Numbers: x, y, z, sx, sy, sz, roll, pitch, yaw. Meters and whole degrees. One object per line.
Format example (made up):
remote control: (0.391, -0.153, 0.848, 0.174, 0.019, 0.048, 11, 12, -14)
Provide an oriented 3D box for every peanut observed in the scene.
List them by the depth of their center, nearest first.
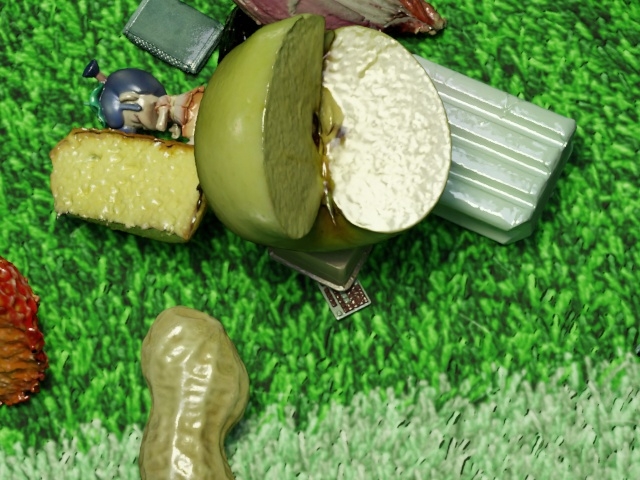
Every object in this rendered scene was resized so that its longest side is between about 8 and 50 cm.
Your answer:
peanut: (-0.155, 0.227, 1.538, 0.136, 0.120, 0.298, -3, 73, 9)

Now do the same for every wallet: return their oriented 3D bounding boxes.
wallet: (-0.207, -0.294, 1.771, 0.129, 0.026, 0.088, 31, 80, 13)

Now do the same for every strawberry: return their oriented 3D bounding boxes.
strawberry: (-0.458, 0.094, 1.583, 0.234, 0.234, 0.178, -11, 47, 1)

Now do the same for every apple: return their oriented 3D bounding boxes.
apple: (-0.013, -0.118, 1.488, 0.295, 0.233, 0.257, -1, 79, -32)

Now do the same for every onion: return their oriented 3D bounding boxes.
onion: (-0.005, -0.350, 1.711, 0.349, 0.159, 0.267, 40, 43, -18)

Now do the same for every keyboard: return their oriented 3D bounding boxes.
keyboard: (0.004, 0.025, 1.645, 0.055, 0.017, 0.166, -28, 71, -5)

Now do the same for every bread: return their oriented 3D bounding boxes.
bread: (-0.224, -0.065, 1.635, 0.260, 0.134, 0.129, 11, 84, 30)

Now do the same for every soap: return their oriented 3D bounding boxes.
soap: (0.169, -0.124, 1.641, 0.289, 0.095, 0.173, 25, 76, 13)

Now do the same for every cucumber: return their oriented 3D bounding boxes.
cucumber: (-0.101, -0.188, 1.700, 0.081, 0.072, 0.303, -13, 69, 14)

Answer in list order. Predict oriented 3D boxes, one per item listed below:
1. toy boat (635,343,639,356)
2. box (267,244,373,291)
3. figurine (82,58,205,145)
toy boat: (0.447, 0.168, 1.531, 0.137, 0.060, 0.061, 37, 59, 10)
box: (0.000, 0.000, 1.613, 0.122, 0.062, 0.089, 27, 71, 10)
figurine: (-0.224, -0.178, 1.690, 0.195, 0.111, 0.102, 13, 85, 15)
